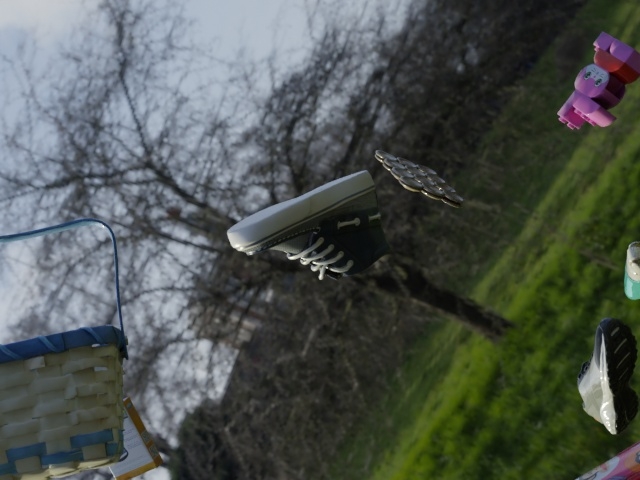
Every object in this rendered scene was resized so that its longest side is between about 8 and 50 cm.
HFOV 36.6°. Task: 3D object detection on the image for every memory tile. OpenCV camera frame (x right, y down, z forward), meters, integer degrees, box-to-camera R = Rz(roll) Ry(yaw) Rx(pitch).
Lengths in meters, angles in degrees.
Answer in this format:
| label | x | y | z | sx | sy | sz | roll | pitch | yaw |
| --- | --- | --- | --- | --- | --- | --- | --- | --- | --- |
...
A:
| label | x | y | z | sx | sy | sz | roll | pitch | yaw |
| --- | --- | --- | --- | --- | --- | --- | --- | --- | --- |
| memory tile | 0.149 | -0.094 | 1.471 | 0.012 | 0.113 | 0.148 | -66 | 24 | 17 |

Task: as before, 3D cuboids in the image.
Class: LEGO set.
| label | x | y | z | sx | sy | sz | roll | pitch | yaw |
| --- | --- | --- | --- | --- | --- | --- | --- | --- | --- |
| LEGO set | 0.246 | -0.050 | 0.659 | 0.093 | 0.087 | 0.227 | -54 | 28 | 15 |

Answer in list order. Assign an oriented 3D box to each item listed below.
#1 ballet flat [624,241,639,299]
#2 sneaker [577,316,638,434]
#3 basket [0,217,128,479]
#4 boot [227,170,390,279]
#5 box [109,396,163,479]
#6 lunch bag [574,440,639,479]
| label | x | y | z | sx | sy | sz | roll | pitch | yaw |
| --- | --- | --- | --- | --- | --- | --- | --- | --- | --- |
| ballet flat | 0.534 | 0.013 | 1.514 | 0.247 | 0.087 | 0.083 | 131 | 147 | -51 |
| sneaker | 0.529 | 0.252 | 1.822 | 0.100 | 0.108 | 0.272 | -37 | -47 | -29 |
| basket | -0.344 | 0.129 | 1.097 | 0.201 | 0.254 | 0.289 | 137 | 124 | -77 |
| boot | 0.000 | 0.000 | 0.853 | 0.190 | 0.069 | 0.086 | -26 | -82 | -49 |
| box | -0.318 | 0.313 | 1.548 | 0.081 | 0.136 | 0.028 | -25 | 3 | 18 |
| lunch bag | 0.424 | 0.365 | 1.090 | 0.258 | 0.293 | 0.120 | -33 | 4 | 4 |
